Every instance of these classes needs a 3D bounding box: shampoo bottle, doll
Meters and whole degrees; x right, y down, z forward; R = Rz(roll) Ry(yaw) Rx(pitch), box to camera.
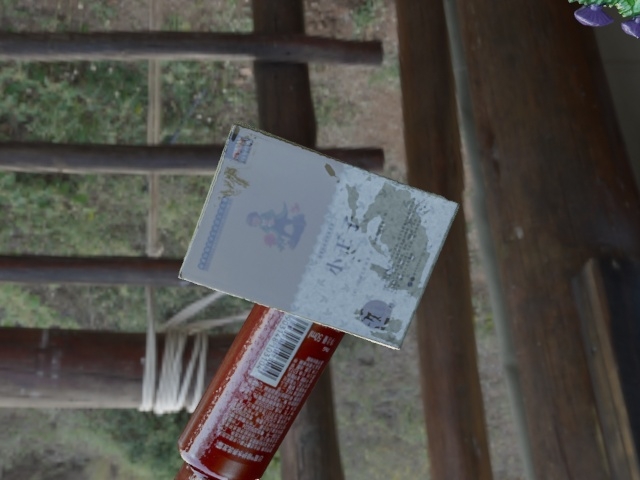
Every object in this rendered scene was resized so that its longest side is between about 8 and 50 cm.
[{"bbox_3d":[-0.079,0.188,1.059,0.118,0.076,0.314,26,97,-34],"label":"shampoo bottle"},{"bbox_3d":[0.427,-0.365,1.320,0.190,0.115,0.050,9,-167,-12],"label":"doll"}]

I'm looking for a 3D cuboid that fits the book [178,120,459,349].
[{"bbox_3d":[0.000,0.000,0.740,0.199,0.016,0.138,19,103,-10],"label":"book"}]
